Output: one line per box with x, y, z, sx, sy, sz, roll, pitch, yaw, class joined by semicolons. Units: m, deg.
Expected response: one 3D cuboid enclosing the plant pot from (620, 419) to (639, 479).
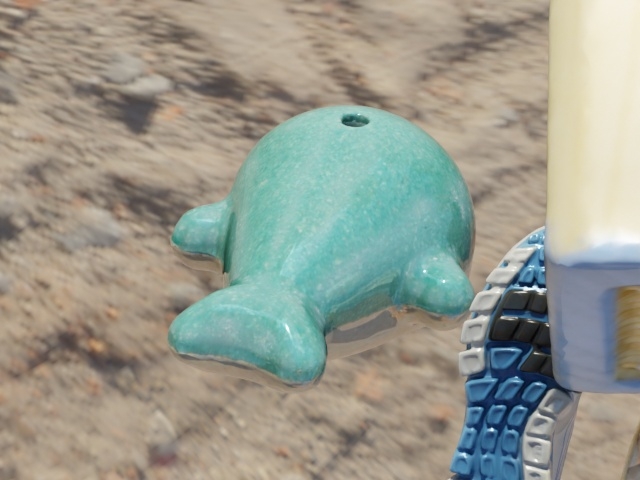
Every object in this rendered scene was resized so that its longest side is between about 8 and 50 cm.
0.178;0.137;0.625;0.032;0.236;0.236;-8;100;-29;plant pot

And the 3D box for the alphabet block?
0.194;-0.051;0.839;0.193;0.192;0.197;1;71;7;alphabet block

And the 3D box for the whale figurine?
0.000;0.000;1.289;0.216;0.272;0.141;15;118;19;whale figurine

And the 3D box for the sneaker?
0.103;0.076;1.000;0.071;0.083;0.191;16;107;8;sneaker
